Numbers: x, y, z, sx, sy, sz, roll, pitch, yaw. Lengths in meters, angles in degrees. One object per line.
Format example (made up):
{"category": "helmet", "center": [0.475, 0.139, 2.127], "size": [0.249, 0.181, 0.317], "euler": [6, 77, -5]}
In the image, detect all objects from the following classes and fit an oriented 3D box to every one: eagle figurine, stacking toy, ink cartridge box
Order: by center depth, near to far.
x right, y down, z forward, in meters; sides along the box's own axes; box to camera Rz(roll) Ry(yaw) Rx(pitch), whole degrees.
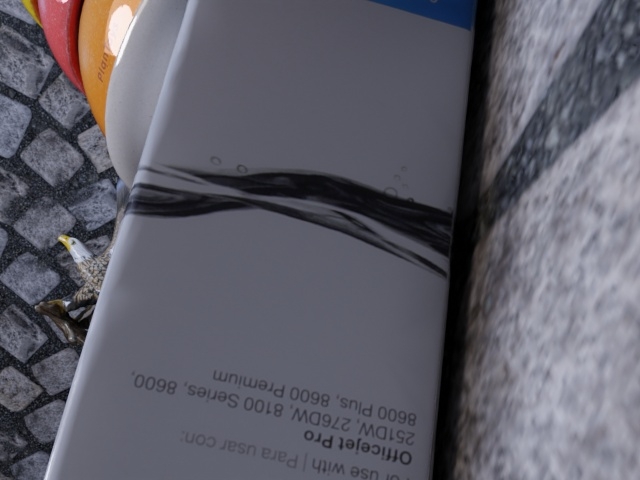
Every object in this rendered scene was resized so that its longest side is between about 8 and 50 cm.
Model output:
{"category": "ink cartridge box", "center": [-0.035, 0.020, 0.528], "size": [0.285, 0.166, 0.394], "euler": [118, 164, -61]}
{"category": "stacking toy", "center": [-0.203, -0.294, 0.887], "size": [0.351, 0.480, 0.350], "euler": [-42, -22, -21]}
{"category": "eagle figurine", "center": [-0.343, 0.040, 1.439], "size": [0.298, 0.225, 0.226], "euler": [-47, 23, -17]}
